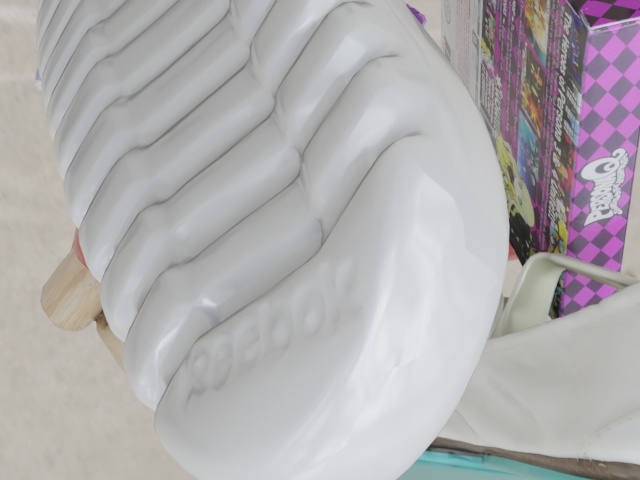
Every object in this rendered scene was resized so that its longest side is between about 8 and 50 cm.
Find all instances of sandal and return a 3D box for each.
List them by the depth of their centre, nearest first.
[{"bbox_3d":[-0.017,-0.071,0.534,0.102,0.416,0.169,25,125,-31],"label":"sandal"}]

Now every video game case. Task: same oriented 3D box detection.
[{"bbox_3d":[0.117,-0.099,0.863,0.042,0.210,0.232,-14,139,-8],"label":"video game case"}]

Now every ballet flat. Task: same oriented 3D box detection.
[{"bbox_3d":[0.100,0.075,0.847,0.139,0.400,0.139,3,84,-28],"label":"ballet flat"}]

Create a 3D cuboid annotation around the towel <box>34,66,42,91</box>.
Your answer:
[{"bbox_3d":[-0.109,-0.236,1.231,0.034,0.209,0.285,26,75,-68],"label":"towel"}]

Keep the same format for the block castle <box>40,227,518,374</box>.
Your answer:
[{"bbox_3d":[0.000,0.000,1.393,0.453,0.303,0.213,25,140,-19],"label":"block castle"}]
